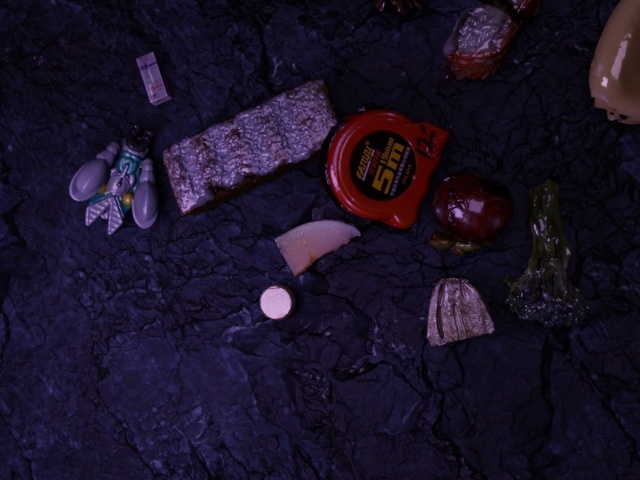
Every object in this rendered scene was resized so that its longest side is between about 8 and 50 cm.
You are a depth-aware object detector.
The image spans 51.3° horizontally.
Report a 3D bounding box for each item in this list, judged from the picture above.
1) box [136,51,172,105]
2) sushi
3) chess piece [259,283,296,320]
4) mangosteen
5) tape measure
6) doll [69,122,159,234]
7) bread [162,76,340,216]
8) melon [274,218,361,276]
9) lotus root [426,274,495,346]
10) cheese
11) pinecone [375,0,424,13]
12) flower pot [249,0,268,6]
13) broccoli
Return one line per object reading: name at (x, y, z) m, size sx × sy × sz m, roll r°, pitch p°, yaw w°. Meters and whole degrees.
box at (-0.398, -0.387, 1.597) m, size 0.051 × 0.036 × 0.117 m, roll -19°, pitch 85°, yaw 10°
sushi at (0.372, -0.476, 1.401) m, size 0.130 × 0.124 × 0.332 m, roll 31°, pitch 92°, yaw 21°
chess piece at (-0.096, 0.139, 1.506) m, size 0.084 × 0.038 × 0.083 m, roll -1°, pitch 87°, yaw 9°
mangosteen at (0.310, -0.052, 1.382) m, size 0.166 × 0.166 × 0.180 m, roll 19°, pitch 117°, yaw 12°
tape measure at (0.125, -0.164, 1.402) m, size 0.260 × 0.114 × 0.253 m, roll 20°, pitch 92°, yaw -16°
doll at (-0.476, -0.143, 1.538) m, size 0.195 × 0.153 × 0.258 m, roll -4°, pitch 90°, yaw -16°
bread at (-0.147, -0.206, 1.498) m, size 0.417 × 0.113 × 0.165 m, roll -24°, pitch 85°, yaw 8°
melon at (-0.006, -0.006, 1.489) m, size 0.182 × 0.054 × 0.098 m, roll -33°, pitch 87°, yaw 9°
lotus root at (0.293, 0.144, 1.411) m, size 0.143 × 0.070 × 0.144 m, roll -8°, pitch 89°, yaw 17°
cheese at (0.674, -0.375, 1.331) m, size 0.259 × 0.128 × 0.316 m, roll 45°, pitch 98°, yaw 8°
pinecone at (0.182, -0.601, 1.389) m, size 0.264 × 0.264 × 0.264 m, roll -1°, pitch 87°, yaw 12°
flower pot at (-0.133, -0.664, 1.437) m, size 0.299 × 0.283 × 0.299 m, roll -1°, pitch 84°, yaw 8°
broccoli at (0.461, 0.024, 1.361) m, size 0.165 × 0.145 × 0.304 m, roll 1°, pitch 75°, yaw 8°
